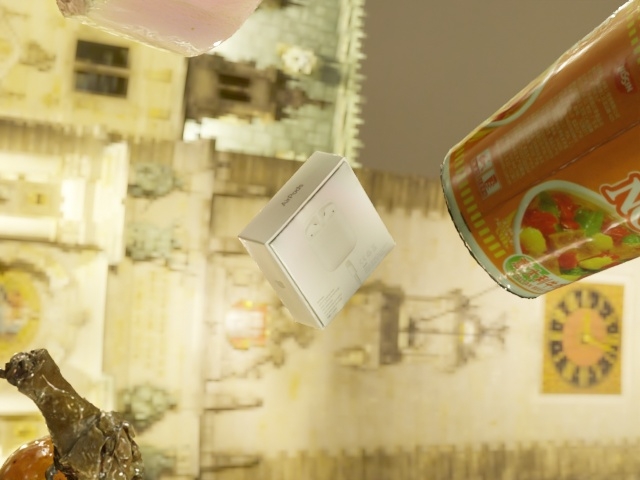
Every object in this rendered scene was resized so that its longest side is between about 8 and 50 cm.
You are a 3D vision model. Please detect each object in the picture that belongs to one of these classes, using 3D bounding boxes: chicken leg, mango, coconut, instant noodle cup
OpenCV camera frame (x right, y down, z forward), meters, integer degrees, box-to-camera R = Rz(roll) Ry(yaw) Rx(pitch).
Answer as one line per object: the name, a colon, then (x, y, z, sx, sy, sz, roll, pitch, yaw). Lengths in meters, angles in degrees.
chicken leg: (-0.264, 0.206, 1.419, 0.125, 0.080, 0.196, -7, -62, 21)
mango: (-0.322, 0.273, 1.548, 0.084, 0.159, 0.105, 20, -73, 12)
coconut: (-0.142, -0.295, 1.242, 0.233, 0.245, 0.233, -12, -107, 45)
instant noodle cup: (0.179, -0.055, 0.808, 0.185, 0.168, 0.168, -32, -122, 32)

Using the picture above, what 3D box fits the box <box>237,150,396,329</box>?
box: (0.000, 0.000, 1.352, 0.051, 0.129, 0.130, 14, -125, 47)
